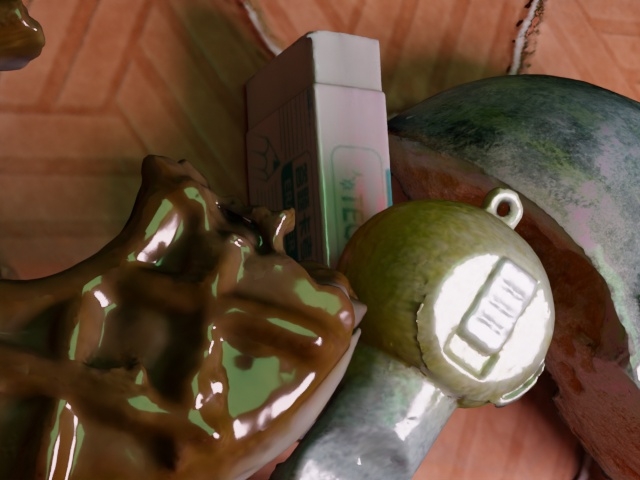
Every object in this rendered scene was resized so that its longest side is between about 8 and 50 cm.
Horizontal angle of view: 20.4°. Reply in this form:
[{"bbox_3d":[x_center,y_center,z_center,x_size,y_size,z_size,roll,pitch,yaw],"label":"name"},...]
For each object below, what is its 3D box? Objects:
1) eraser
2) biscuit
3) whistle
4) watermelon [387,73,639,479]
[{"bbox_3d":[0.000,0.000,1.036,0.052,0.095,0.225,5,72,-27],"label":"eraser"},{"bbox_3d":[-0.171,-0.004,0.859,0.268,0.115,0.366,-39,77,-12],"label":"biscuit"},{"bbox_3d":[0.040,0.066,0.933,0.123,0.123,0.223,36,81,-18],"label":"whistle"},{"bbox_3d":[0.205,0.009,1.091,0.188,0.175,0.322,-41,99,-15],"label":"watermelon"}]
